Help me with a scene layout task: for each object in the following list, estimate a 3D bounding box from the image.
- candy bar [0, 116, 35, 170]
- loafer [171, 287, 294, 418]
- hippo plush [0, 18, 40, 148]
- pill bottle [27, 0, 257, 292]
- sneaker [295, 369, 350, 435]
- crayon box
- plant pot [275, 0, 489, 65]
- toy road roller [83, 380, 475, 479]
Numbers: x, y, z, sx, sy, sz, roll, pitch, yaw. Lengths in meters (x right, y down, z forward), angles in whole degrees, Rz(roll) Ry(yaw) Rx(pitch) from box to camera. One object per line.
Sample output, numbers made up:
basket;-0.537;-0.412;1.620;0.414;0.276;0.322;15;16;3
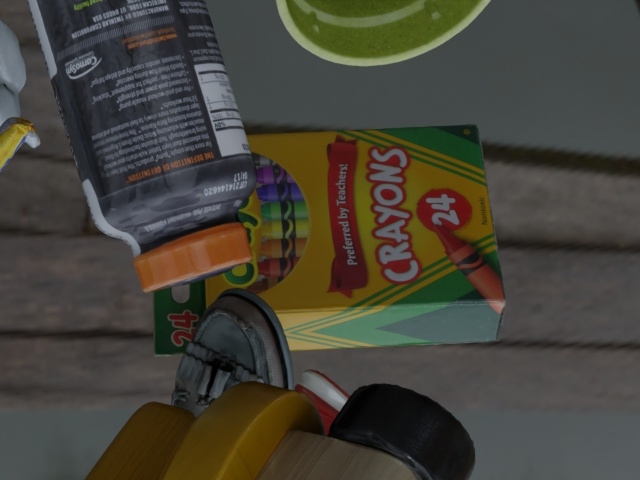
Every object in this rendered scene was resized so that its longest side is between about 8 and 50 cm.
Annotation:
candy bar;-0.240;-0.018;1.065;0.018;0.040;0.161;40;81;-20
loafer;-0.085;0.164;1.368;0.084;0.096;0.267;-38;147;-44
hippo plush;-0.468;-0.160;1.894;0.234;0.294;0.236;21;157;-40
pill bottle;-0.125;-0.088;1.222;0.130;0.245;0.130;-17;177;-1
sneaker;0.027;0.244;1.688;0.128;0.221;0.087;-45;149;-14
crayon box;0.000;0.000;1.514;0.318;0.202;0.081;-4;148;-4
plant pot;0.045;-0.385;1.853;0.276;0.254;0.276;-13;139;-12
toy road roller;-0.031;0.235;1.081;0.240;0.202;0.329;12;137;28
